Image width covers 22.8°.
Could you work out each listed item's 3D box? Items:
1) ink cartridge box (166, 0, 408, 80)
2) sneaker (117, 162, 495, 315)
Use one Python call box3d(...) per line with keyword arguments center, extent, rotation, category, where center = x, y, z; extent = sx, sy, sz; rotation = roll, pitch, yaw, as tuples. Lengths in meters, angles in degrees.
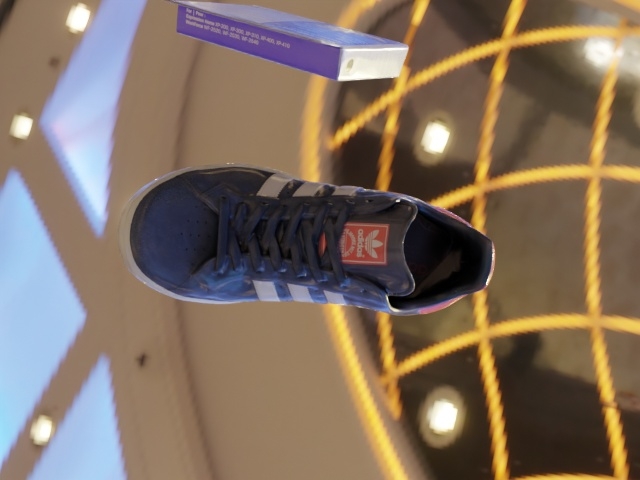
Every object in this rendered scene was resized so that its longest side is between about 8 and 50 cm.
box3d(center=(-0.042, -0.214, 1.685), extent=(0.206, 0.208, 0.045), rotation=(19, -77, 25), category="ink cartridge box")
box3d(center=(0.000, 0.000, 1.410), extent=(0.148, 0.350, 0.131), rotation=(5, -88, 61), category="sneaker")
